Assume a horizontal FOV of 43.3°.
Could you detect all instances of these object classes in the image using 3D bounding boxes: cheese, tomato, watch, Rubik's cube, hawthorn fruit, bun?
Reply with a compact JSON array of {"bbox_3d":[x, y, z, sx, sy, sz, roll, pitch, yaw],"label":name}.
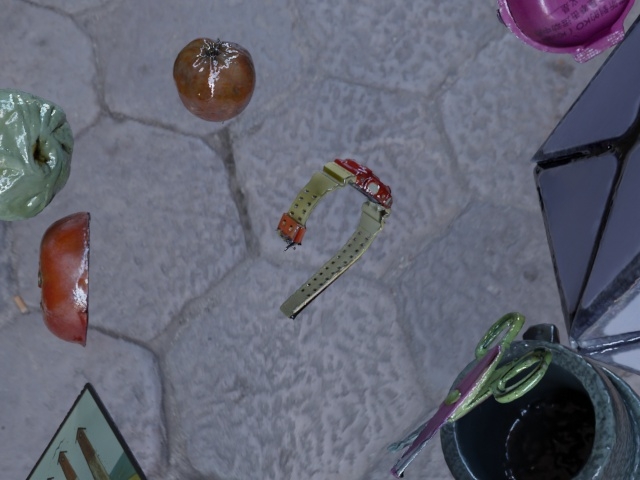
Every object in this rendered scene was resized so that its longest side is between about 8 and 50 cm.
[{"bbox_3d":[0.143,-0.176,0.493,0.095,0.038,0.145,-31,112,6],"label":"cheese"},{"bbox_3d":[-0.420,0.063,1.326,0.085,0.225,0.224,2,69,-20],"label":"tomato"},{"bbox_3d":[0.002,-0.008,1.306,0.268,0.165,0.102,-46,44,-5],"label":"watch"},{"bbox_3d":[0.349,-0.037,0.636,0.260,0.254,0.259,17,39,-13],"label":"Rubik's cube"},{"bbox_3d":[-0.178,-0.267,1.428,0.149,0.189,0.149,-13,33,9],"label":"hawthorn fruit"},{"bbox_3d":[-0.443,-0.122,1.185,0.118,0.195,0.195,15,67,31],"label":"bun"}]

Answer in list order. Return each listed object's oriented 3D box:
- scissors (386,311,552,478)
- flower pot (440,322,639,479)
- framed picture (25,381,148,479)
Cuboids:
[{"bbox_3d":[0.132,0.148,0.747,0.020,0.133,0.187,43,101,-10],"label":"scissors"},{"bbox_3d":[0.322,0.285,1.166,0.299,0.283,0.298,-18,56,28],"label":"flower pot"},{"bbox_3d":[-0.398,0.426,1.361,0.324,0.013,0.244,38,97,46],"label":"framed picture"}]
